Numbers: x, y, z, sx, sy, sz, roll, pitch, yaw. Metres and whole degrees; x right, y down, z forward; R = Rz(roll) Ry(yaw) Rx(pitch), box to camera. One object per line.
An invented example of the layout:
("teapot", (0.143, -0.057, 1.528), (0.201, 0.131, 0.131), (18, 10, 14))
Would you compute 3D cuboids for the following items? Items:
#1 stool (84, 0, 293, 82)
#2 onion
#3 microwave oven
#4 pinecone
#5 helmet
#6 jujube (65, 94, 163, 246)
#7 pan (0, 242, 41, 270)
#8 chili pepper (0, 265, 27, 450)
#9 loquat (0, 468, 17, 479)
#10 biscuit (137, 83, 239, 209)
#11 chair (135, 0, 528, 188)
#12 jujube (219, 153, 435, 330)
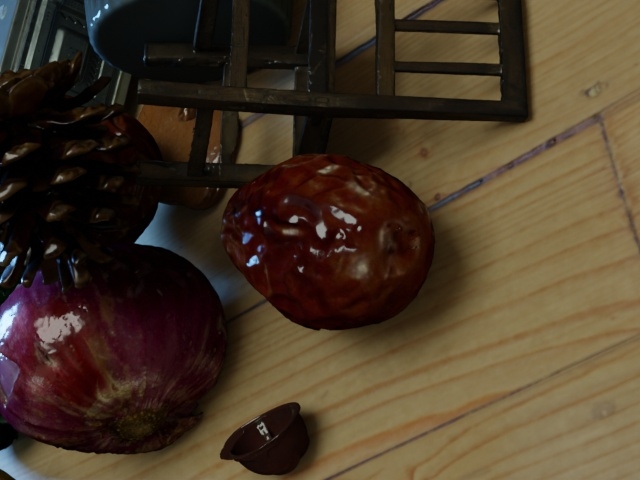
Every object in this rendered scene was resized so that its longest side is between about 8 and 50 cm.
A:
("stool", (-0.165, -0.396, 1.932), (0.297, 0.297, 0.330), (-20, 64, 34))
("onion", (-0.245, 0.109, 1.792), (0.272, 0.256, 0.230), (47, 123, 13))
("microwave oven", (-0.361, -0.223, 2.075), (0.145, 0.194, 0.240), (-8, 65, 51))
("pinecone", (-0.312, -0.064, 1.655), (0.264, 0.264, 0.264), (-19, 60, 35))
("helmet", (-0.051, 0.228, 1.695), (0.111, 0.057, 0.089), (-26, 20, 38))
("jujube", (-0.310, -0.075, 1.899), (0.213, 0.232, 0.213), (-19, 65, 49))
("pan", (-0.421, 0.043, 2.113), (0.128, 0.048, 0.202), (-11, 64, 37))
("chili pepper", (-0.467, 0.133, 1.977), (0.248, 0.256, 0.233), (-54, 34, 10))
("loquat", (-0.449, 0.394, 1.843), (0.284, 0.276, 0.276), (7, 75, 62))
("biscuit", (-0.175, -0.136, 1.986), (0.192, 0.036, 0.186), (13, 79, 44))
("chair", (0.003, -0.179, 1.762), (0.240, 0.416, 0.203), (106, 167, -65))
("jujube", (0.000, 0.000, 1.660), (0.290, 0.197, 0.197), (11, 78, 58))
